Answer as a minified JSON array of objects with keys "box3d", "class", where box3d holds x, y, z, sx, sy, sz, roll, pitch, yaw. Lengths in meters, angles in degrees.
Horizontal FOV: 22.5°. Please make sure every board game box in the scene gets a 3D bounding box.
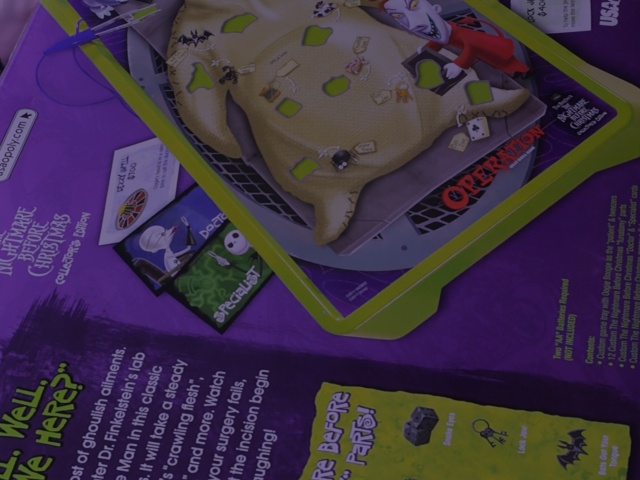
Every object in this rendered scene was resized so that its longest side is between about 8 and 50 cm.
[{"box3d":[0.000,0.000,0.454,0.208,0.056,0.346,11,48,4],"class":"board game box"}]

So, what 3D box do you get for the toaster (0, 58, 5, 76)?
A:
[{"box3d":[-0.199,-0.013,0.590,0.227,0.129,0.146,-10,44,15],"class":"toaster"}]
